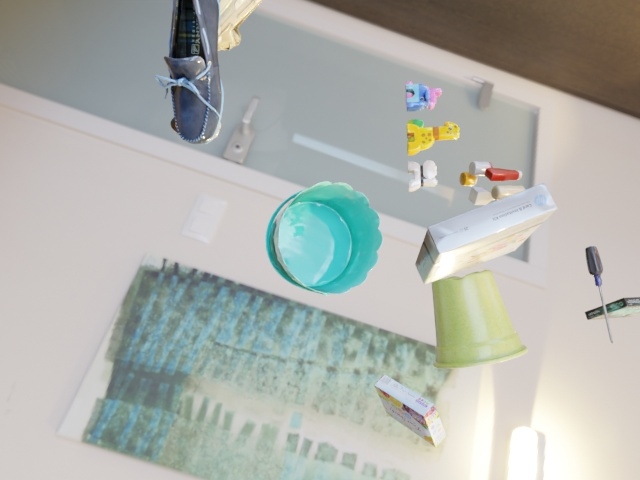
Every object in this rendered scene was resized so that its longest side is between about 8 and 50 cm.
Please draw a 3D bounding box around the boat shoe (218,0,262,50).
[{"bbox_3d":[-0.259,-0.553,1.418,0.302,0.098,0.109,-49,-164,21],"label":"boat shoe"}]

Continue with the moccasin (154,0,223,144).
[{"bbox_3d":[-0.289,-0.378,1.142,0.117,0.138,0.341,-33,122,-71],"label":"moccasin"}]

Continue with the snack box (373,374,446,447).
[{"bbox_3d":[0.180,0.344,1.084,0.037,0.100,0.141,-39,-147,-23],"label":"snack box"}]

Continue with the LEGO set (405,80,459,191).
[{"bbox_3d":[0.210,-0.213,1.006,0.087,0.093,0.226,57,33,-74],"label":"LEGO set"}]

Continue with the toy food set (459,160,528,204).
[{"bbox_3d":[0.479,-0.143,1.441,0.232,0.105,0.111,-116,-150,-56],"label":"toy food set"}]

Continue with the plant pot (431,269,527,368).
[{"bbox_3d":[0.448,0.226,1.599,0.276,0.277,0.253,129,-50,-82],"label":"plant pot"}]

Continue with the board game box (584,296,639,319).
[{"bbox_3d":[0.838,0.185,1.462,0.126,0.186,0.026,-44,-130,54],"label":"board game box"}]

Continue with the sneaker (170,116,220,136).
[{"bbox_3d":[-0.387,-0.351,1.581,0.083,0.215,0.084,18,85,-48],"label":"sneaker"}]

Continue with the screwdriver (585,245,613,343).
[{"bbox_3d":[0.482,0.093,0.921,0.025,0.024,0.169,147,-60,-72],"label":"screwdriver"}]

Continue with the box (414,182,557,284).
[{"bbox_3d":[0.201,-0.001,0.689,0.186,0.145,0.038,74,-5,-75],"label":"box"}]

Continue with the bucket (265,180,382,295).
[{"bbox_3d":[0.000,0.000,1.356,0.183,0.282,0.280,161,-51,-71],"label":"bucket"}]
